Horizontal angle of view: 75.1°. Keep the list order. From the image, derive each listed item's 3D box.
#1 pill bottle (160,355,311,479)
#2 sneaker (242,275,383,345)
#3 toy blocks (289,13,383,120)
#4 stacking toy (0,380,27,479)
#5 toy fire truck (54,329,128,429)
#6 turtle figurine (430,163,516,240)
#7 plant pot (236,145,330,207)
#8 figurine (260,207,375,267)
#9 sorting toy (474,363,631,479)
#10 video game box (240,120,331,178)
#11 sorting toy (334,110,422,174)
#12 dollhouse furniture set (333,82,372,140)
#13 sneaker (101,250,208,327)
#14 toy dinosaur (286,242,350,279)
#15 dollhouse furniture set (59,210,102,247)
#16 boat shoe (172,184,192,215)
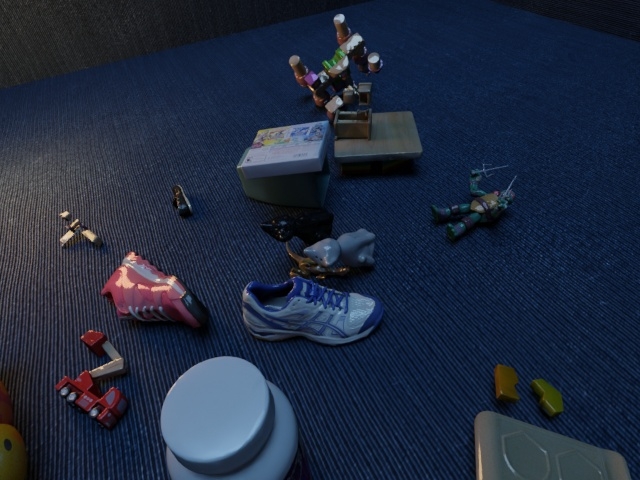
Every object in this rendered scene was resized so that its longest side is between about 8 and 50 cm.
[{"bbox_3d":[-0.107,0.294,0.572,0.169,0.302,0.169,-4,43,4],"label":"pill bottle"},{"bbox_3d":[-0.017,0.138,0.853,0.296,0.131,0.112,-4,41,1],"label":"sneaker"},{"bbox_3d":[0.088,-0.619,1.608,0.288,0.260,0.309,-40,73,6],"label":"toy blocks"},{"bbox_3d":[-0.583,0.357,0.635,0.479,0.351,0.350,37,56,13],"label":"stacking toy"},{"bbox_3d":[-0.437,0.270,0.825,0.192,0.047,0.135,18,47,24],"label":"toy fire truck"},{"bbox_3d":[0.411,-0.094,1.054,0.234,0.118,0.175,-28,30,0],"label":"turtle figurine"},{"bbox_3d":[-0.107,-0.203,1.210,0.234,0.166,0.166,-1,43,14],"label":"plant pot"},{"bbox_3d":[0.000,0.000,0.956,0.214,0.092,0.209,28,19,31],"label":"figurine"},{"bbox_3d":[0.350,0.349,0.636,0.228,0.041,0.307,15,42,6],"label":"sorting toy"},{"bbox_3d":[-0.085,-0.238,1.084,0.205,0.048,0.187,-3,44,15],"label":"video game box"},{"bbox_3d":[0.176,-0.305,1.325,0.255,0.089,0.257,-2,43,5],"label":"sorting toy"},{"bbox_3d":[0.063,-0.399,1.254,0.181,0.161,0.101,2,44,8],"label":"dollhouse furniture set"},{"bbox_3d":[-0.374,0.141,0.930,0.313,0.116,0.136,21,60,35],"label":"sneaker"},{"bbox_3d":[-0.033,0.058,1.003,0.211,0.064,0.112,23,23,23],"label":"toy dinosaur"},{"bbox_3d":[-0.669,-0.007,1.134,0.114,0.091,0.081,29,69,28],"label":"dollhouse furniture set"},{"bbox_3d":[-0.419,-0.120,1.234,0.042,0.049,0.133,-18,48,-23],"label":"boat shoe"}]
